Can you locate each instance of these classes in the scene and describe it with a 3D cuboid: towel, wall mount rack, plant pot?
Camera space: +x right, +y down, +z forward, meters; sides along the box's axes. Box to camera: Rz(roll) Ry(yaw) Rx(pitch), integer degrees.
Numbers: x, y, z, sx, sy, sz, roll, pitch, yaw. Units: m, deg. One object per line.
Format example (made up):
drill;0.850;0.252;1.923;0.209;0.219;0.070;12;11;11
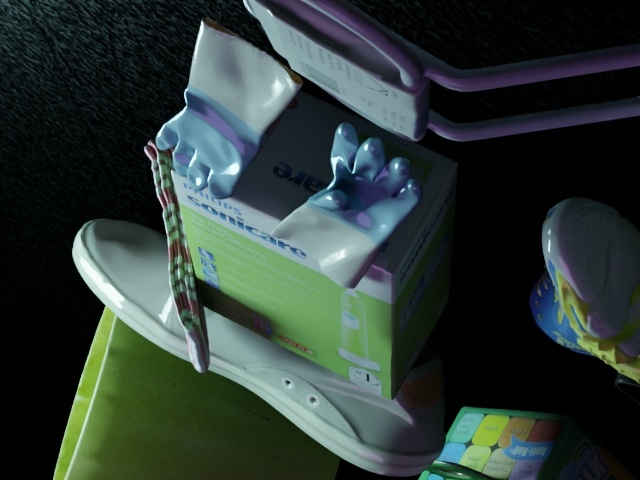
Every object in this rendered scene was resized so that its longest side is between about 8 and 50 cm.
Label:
towel;-0.133;0.017;1.773;0.029;0.197;0.144;-9;159;-1
wall mount rack;0.085;-0.129;1.151;0.304;0.130;0.350;31;178;5
plant pot;-0.129;0.214;2.142;0.293;0.275;0.275;18;161;-9

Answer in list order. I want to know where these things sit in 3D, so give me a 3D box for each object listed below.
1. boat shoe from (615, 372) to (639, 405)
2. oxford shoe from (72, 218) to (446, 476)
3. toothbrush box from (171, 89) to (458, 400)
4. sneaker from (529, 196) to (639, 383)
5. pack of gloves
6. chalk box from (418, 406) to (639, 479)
boat shoe;0.306;0.145;1.667;0.049;0.042;0.133;0;145;48
oxford shoe;-0.054;0.073;1.880;0.449;0.169;0.130;29;119;23
toothbrush box;0.000;0.000;1.626;0.206;0.122;0.283;25;159;14
sneaker;0.203;0.041;1.496;0.126;0.091;0.240;13;154;40
pack of gloves;-0.035;-0.044;1.379;0.195;0.046;0.232;32;154;-1
chalk box;0.209;0.287;1.931;0.289;0.179;0.180;43;156;-29
